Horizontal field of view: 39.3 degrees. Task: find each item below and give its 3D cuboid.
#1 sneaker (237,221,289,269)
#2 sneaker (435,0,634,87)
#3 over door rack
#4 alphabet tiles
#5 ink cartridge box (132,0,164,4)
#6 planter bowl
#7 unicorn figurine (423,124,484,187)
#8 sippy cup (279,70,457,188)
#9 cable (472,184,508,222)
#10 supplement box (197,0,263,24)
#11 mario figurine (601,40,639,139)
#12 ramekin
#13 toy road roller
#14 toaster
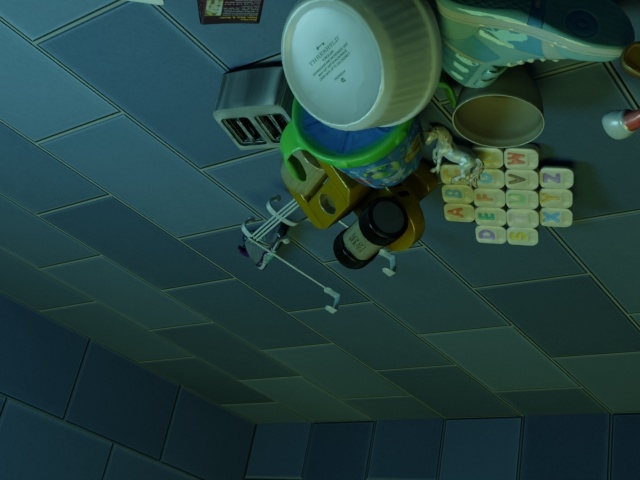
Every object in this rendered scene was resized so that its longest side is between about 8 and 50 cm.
[{"bbox_3d":[-0.156,0.003,2.351,0.098,0.083,0.224,30,146,-5],"label":"sneaker"},{"bbox_3d":[0.334,-0.324,1.469,0.318,0.127,0.208,19,152,8],"label":"sneaker"},{"bbox_3d":[0.000,0.000,2.164,0.324,0.108,0.239,42,131,-12],"label":"over door rack"},{"bbox_3d":[0.396,-0.094,1.913,0.277,0.021,0.284,5,137,18],"label":"alphabet tiles"},{"bbox_3d":[-0.324,-0.471,1.290,0.232,0.168,0.171,10,151,3],"label":"ink cartridge box"},{"bbox_3d":[0.323,-0.256,1.614,0.162,0.109,0.162,8,153,4],"label":"planter bowl"},{"bbox_3d":[0.264,-0.177,1.839,0.161,0.060,0.111,19,137,-1],"label":"unicorn figurine"},{"bbox_3d":[0.093,-0.212,1.693,0.305,0.240,0.224,10,166,25],"label":"sippy cup"},{"bbox_3d":[0.350,-0.089,1.995,0.150,0.047,0.184,18,153,-12],"label":"cable"},{"bbox_3d":[-0.142,-0.439,1.453,0.104,0.081,0.188,-5,157,-15],"label":"supplement box"},{"bbox_3d":[0.556,-0.268,1.458,0.198,0.170,0.320,-1,165,24],"label":"mario figurine"},{"bbox_3d":[0.055,-0.303,1.458,0.272,0.127,0.273,22,127,33],"label":"ramekin"},{"bbox_3d":[0.097,-0.120,1.931,0.330,0.240,0.202,52,150,4],"label":"toy road roller"},{"bbox_3d":[-0.106,-0.264,1.776,0.168,0.110,0.186,-2,150,25],"label":"toaster"}]
